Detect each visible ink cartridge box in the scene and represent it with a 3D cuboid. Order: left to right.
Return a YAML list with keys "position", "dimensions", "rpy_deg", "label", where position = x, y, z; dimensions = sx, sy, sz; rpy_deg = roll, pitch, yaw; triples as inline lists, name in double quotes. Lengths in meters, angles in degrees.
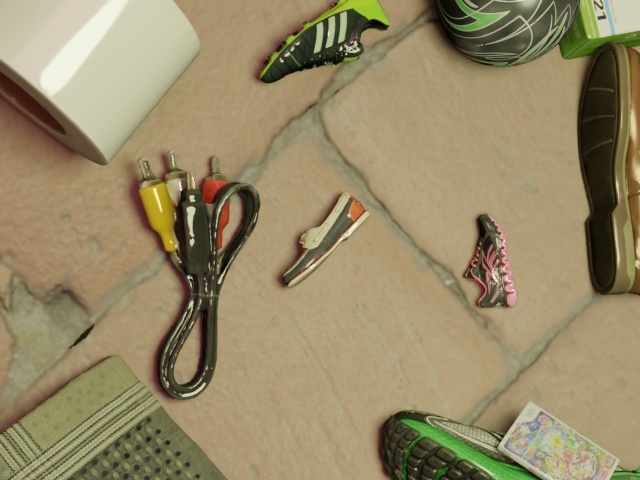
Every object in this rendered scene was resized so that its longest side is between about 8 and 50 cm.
- position: [0.414, -0.348, 1.576]
  dimensions: [0.255, 0.097, 0.189]
  rpy_deg: [-12, 85, -10]
  label: "ink cartridge box"

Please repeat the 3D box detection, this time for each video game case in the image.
- position: [0.269, 0.241, 1.423]
  dimensions: [0.122, 0.011, 0.087]
  rpy_deg: [33, 43, 13]
  label: "video game case"

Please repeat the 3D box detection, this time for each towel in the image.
- position: [-0.234, 0.319, 1.349]
  dimensions: [0.312, 0.056, 0.324]
  rpy_deg: [47, 50, 7]
  label: "towel"

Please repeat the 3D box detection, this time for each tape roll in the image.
- position: [-0.276, -0.221, 1.376]
  dimensions: [0.246, 0.246, 0.169]
  rpy_deg: [38, 79, -3]
  label: "tape roll"

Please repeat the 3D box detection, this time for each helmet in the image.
- position: [0.223, -0.286, 1.498]
  dimensions: [0.169, 0.169, 0.161]
  rpy_deg: [-27, 67, -11]
  label: "helmet"

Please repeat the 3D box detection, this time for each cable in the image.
- position: [-0.140, 0.037, 1.478]
  dimensions: [0.139, 0.072, 0.287]
  rpy_deg: [-4, 96, -26]
  label: "cable"

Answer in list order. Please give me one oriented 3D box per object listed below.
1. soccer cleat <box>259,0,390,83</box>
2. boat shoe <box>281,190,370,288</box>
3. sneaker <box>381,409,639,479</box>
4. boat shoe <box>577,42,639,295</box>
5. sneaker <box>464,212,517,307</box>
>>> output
- position: [0.007, -0.235, 1.517]
  dimensions: [0.179, 0.060, 0.072]
  rpy_deg: [-39, 92, -14]
  label: "soccer cleat"
- position: [0.000, 0.000, 1.493]
  dimensions: [0.043, 0.049, 0.137]
  rpy_deg: [45, 76, 1]
  label: "boat shoe"
- position: [0.233, 0.280, 1.477]
  dimensions: [0.343, 0.134, 0.146]
  rpy_deg: [23, 44, 1]
  label: "sneaker"
- position: [0.385, -0.087, 1.543]
  dimensions: [0.104, 0.111, 0.307]
  rpy_deg: [-1, 93, -13]
  label: "boat shoe"
- position: [0.200, 0.027, 1.528]
  dimensions: [0.057, 0.047, 0.119]
  rpy_deg: [-11, 84, 1]
  label: "sneaker"
